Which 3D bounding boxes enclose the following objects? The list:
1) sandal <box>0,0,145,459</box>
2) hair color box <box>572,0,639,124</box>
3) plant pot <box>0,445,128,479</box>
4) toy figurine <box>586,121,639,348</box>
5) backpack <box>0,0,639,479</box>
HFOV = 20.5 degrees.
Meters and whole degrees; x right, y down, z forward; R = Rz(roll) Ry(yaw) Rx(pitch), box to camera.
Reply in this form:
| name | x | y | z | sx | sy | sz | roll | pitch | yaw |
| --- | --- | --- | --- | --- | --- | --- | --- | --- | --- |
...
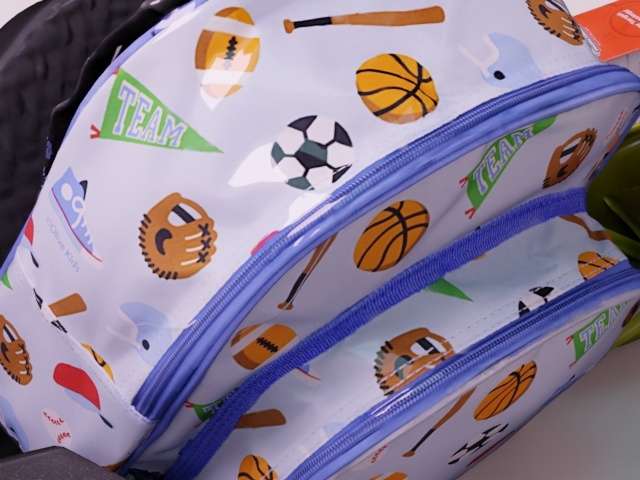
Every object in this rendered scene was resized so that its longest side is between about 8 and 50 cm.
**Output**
| name | x | y | z | sx | sy | sz | roll | pitch | yaw |
| --- | --- | --- | --- | --- | --- | --- | --- | --- | --- |
| sandal | -0.195 | 0.060 | 0.790 | 0.107 | 0.167 | 0.446 | -14 | 29 | 49 |
| hair color box | 0.184 | -0.093 | 0.894 | 0.141 | 0.072 | 0.043 | -20 | 45 | -9 |
| plant pot | -0.097 | 0.183 | 0.612 | 0.188 | 0.187 | 0.167 | 23 | 42 | 31 |
| toy figurine | 0.279 | -0.042 | 0.788 | 0.362 | 0.217 | 0.191 | -50 | 58 | 23 |
| backpack | 0.000 | 0.000 | 0.691 | 0.276 | 0.263 | 0.213 | -34 | 69 | -33 |
